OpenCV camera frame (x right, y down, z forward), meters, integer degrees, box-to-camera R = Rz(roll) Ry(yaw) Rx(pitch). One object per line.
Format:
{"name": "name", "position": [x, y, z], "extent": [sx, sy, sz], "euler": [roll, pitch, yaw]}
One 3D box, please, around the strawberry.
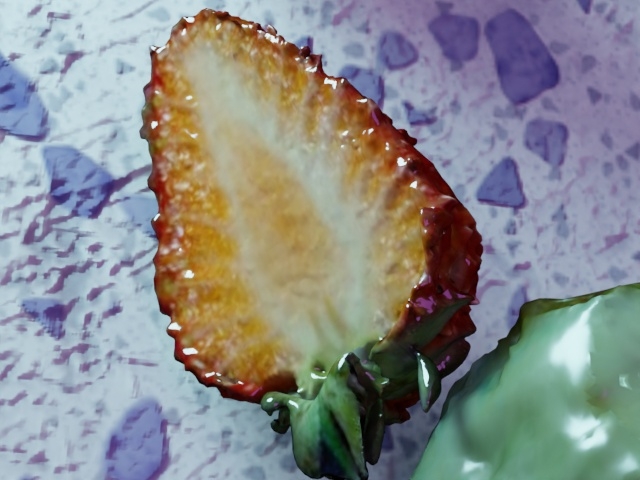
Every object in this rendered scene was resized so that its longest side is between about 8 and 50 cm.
{"name": "strawberry", "position": [0.000, 0.000, 0.743], "extent": [0.106, 0.188, 0.286], "euler": [14, 46, -52]}

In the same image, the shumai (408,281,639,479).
{"name": "shumai", "position": [0.148, 0.193, 0.641], "extent": [0.324, 0.397, 0.323], "euler": [7, 48, 17]}
